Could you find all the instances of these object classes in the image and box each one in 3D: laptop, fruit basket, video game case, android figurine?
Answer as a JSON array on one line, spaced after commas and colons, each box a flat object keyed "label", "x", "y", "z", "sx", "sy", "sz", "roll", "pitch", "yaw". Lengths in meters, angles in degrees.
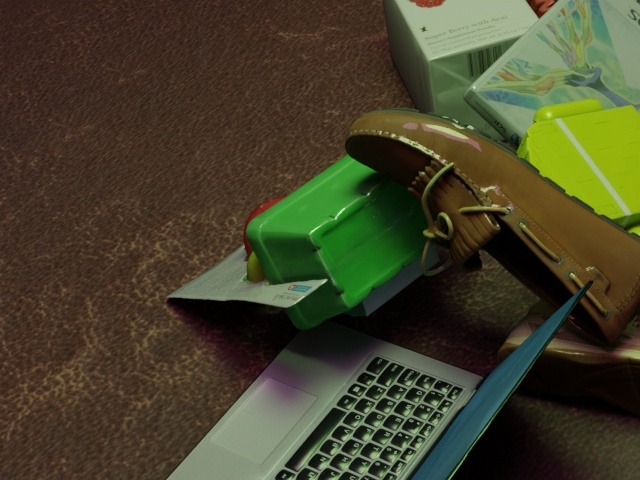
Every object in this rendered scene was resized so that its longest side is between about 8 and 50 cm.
[{"label": "laptop", "x": 0.027, "y": 0.185, "z": 1.388, "sx": 0.407, "sy": 0.236, "sz": 0.382, "roll": 18, "pitch": 48, "yaw": 32}, {"label": "fruit basket", "x": 0.000, "y": 0.000, "z": 1.678, "sx": 0.327, "sy": 0.165, "sz": 0.353, "roll": -36, "pitch": 10, "yaw": -26}, {"label": "video game case", "x": 0.391, "y": -0.184, "z": 1.745, "sx": 0.300, "sy": 0.036, "sz": 0.329, "roll": 43, "pitch": 58, "yaw": 3}, {"label": "android figurine", "x": 0.350, "y": -0.080, "z": 1.592, "sx": 0.272, "sy": 0.056, "sz": 0.248, "roll": -15, "pitch": 55, "yaw": -26}]

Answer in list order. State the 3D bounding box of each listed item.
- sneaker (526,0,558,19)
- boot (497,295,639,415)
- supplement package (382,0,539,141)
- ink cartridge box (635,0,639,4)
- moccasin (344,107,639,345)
[{"label": "sneaker", "x": 0.373, "y": -0.315, "z": 1.984, "sx": 0.135, "sy": 0.098, "sz": 0.276, "roll": 1, "pitch": 51, "yaw": -23}, {"label": "boot", "x": 0.359, "y": 0.099, "z": 1.514, "sx": 0.261, "sy": 0.095, "sz": 0.203, "roll": 7, "pitch": 42, "yaw": 27}, {"label": "supplement package", "x": 0.211, "y": -0.292, "z": 1.946, "sx": 0.177, "sy": 0.175, "sz": 0.293, "roll": -16, "pitch": 39, "yaw": -3}, {"label": "ink cartridge box", "x": 0.546, "y": -0.444, "z": 2.055, "sx": 0.165, "sy": 0.065, "sz": 0.333, "roll": -41, "pitch": 22, "yaw": 36}, {"label": "moccasin", "x": 0.185, "y": -0.017, "z": 1.460, "sx": 0.380, "sy": 0.139, "sz": 0.147, "roll": 35, "pitch": 74, "yaw": 5}]
